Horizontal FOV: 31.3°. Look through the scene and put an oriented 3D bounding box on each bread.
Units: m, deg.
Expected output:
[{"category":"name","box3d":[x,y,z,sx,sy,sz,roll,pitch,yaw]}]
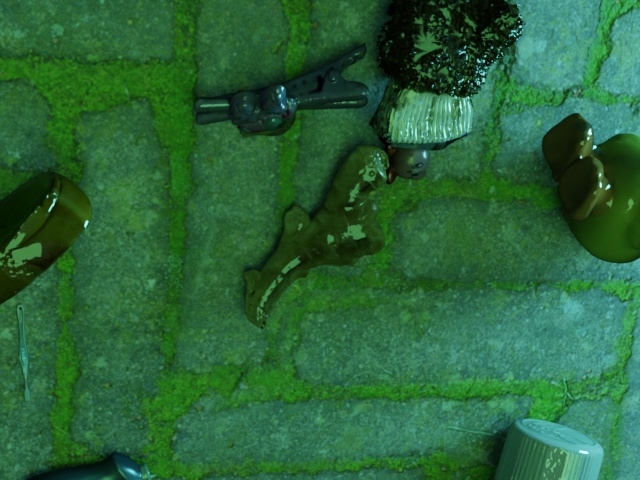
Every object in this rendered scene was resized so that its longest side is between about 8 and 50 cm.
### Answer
[{"category":"bread","box3d":[-0.420,-0.004,1.584,0.236,0.236,0.070,-41,114,1]}]

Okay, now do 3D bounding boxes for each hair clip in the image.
[{"category":"hair clip","box3d":[-0.045,-0.210,1.681,0.278,0.137,0.090,-21,78,-8]}]

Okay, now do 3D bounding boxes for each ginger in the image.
[{"category":"ginger","box3d":[0.000,0.000,1.784,0.333,0.081,0.148,-41,114,6]}]

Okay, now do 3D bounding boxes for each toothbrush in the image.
[{"category":"toothbrush","box3d":[-0.456,0.173,1.752,0.014,0.017,0.162,-6,111,-20]}]

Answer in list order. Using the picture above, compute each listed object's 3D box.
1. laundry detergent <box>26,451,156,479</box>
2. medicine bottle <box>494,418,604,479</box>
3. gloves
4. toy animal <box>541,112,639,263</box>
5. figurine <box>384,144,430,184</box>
[{"category":"laundry detergent","box3d":[-0.366,0.399,1.835,0.206,0.061,0.097,-15,110,-10]},{"category":"medicine bottle","box3d":[0.358,0.517,1.989,0.242,0.242,0.395,8,100,-18]},{"category":"gloves","box3d":[0.186,-0.290,1.703,0.210,0.135,0.312,3,105,-10]},{"category":"toy animal","box3d":[0.509,-0.054,1.853,0.338,0.216,0.191,17,131,-24]},{"category":"figurine","box3d":[0.136,-0.132,1.781,0.071,0.067,0.083,-3,121,-1]}]
